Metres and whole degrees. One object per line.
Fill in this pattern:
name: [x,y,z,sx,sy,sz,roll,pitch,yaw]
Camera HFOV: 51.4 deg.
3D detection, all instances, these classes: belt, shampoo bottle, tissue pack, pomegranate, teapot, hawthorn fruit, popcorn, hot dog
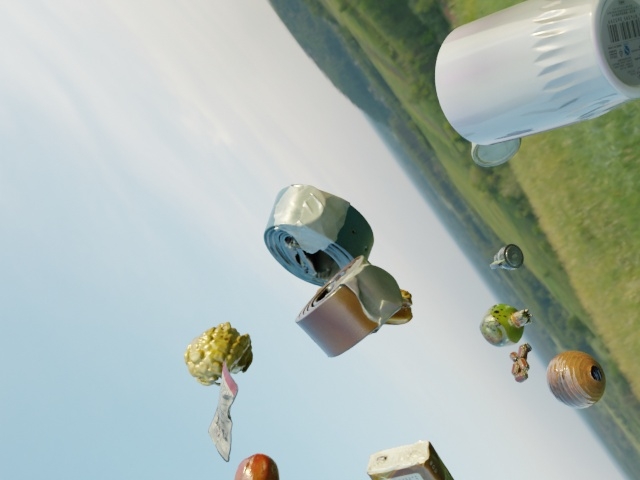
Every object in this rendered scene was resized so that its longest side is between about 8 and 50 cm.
belt: [0.001,0.000,2.031,0.436,0.300,0.173,58,-135,-61]
shampoo bottle: [0.419,-0.273,1.621,0.087,0.118,0.234,48,-154,-20]
tissue pack: [0.247,0.630,1.707,0.226,0.183,0.092,59,-156,-19]
pomegranate: [0.653,0.294,2.335,0.159,0.205,0.159,16,-122,-27]
teapot: [0.474,0.050,1.707,0.066,0.088,0.057,61,152,2]
hawthorn fruit: [-0.156,0.584,1.626,0.128,0.128,0.128,52,-171,-12]
belt: [0.061,0.139,1.423,0.122,0.217,0.339,47,178,-1]
popcorn: [-0.337,0.381,2.220,0.190,0.250,0.250,58,-171,-1]
hot dog: [0.113,0.163,1.750,0.072,0.269,0.115,-86,2,-65]

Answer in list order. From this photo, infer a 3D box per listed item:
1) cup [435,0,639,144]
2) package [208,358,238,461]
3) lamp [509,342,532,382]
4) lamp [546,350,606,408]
cup: [0.415,-0.326,1.244,0.253,0.253,0.371,51,157,-20]
package: [-0.260,0.456,1.784,0.030,0.239,0.154,0,-160,-25]
lamp: [0.454,0.280,1.503,0.031,0.063,0.083,19,-131,-13]
lamp: [0.603,0.328,1.569,0.136,0.136,0.136,52,-171,-12]
